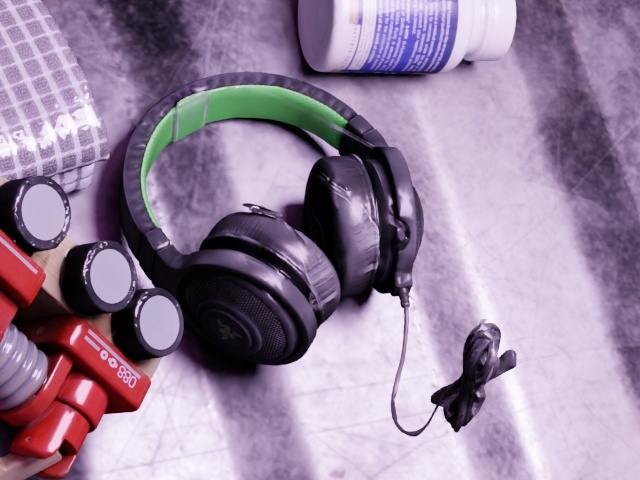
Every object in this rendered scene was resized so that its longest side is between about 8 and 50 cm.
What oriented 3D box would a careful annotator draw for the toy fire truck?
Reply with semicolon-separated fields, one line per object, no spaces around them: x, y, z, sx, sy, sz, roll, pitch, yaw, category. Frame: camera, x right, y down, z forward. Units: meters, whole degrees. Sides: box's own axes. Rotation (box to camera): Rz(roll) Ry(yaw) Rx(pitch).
-0.256;0.104;1.298;0.217;0.158;0.246;48;50;-34;toy fire truck

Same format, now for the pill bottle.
0.082;-0.212;1.599;0.187;0.112;0.112;-1;67;-20;pill bottle

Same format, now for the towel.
-0.336;-0.148;1.415;0.235;0.121;0.283;-22;76;-27;towel

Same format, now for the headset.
0.000;0.000;1.433;0.243;0.185;0.394;-32;69;-28;headset
